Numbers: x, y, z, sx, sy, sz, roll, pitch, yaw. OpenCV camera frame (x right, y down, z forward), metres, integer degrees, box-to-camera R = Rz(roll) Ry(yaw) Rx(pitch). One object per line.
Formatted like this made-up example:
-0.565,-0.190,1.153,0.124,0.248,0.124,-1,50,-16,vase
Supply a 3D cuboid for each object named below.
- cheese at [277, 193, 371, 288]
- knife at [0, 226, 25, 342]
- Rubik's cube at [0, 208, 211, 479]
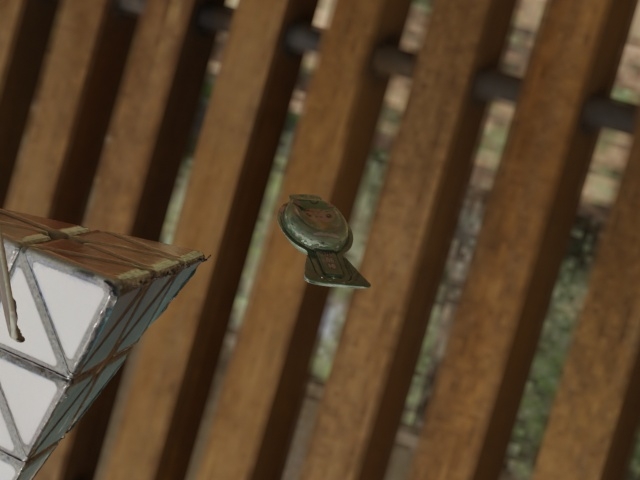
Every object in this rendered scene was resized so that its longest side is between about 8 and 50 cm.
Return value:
0.000,0.000,1.422,0.067,0.026,0.121,5,-143,-22,cheese
-0.225,-0.041,1.148,0.043,0.081,0.336,-9,-152,-16,knife
-0.226,0.060,1.400,0.229,0.233,0.228,61,-168,-45,Rubik's cube
